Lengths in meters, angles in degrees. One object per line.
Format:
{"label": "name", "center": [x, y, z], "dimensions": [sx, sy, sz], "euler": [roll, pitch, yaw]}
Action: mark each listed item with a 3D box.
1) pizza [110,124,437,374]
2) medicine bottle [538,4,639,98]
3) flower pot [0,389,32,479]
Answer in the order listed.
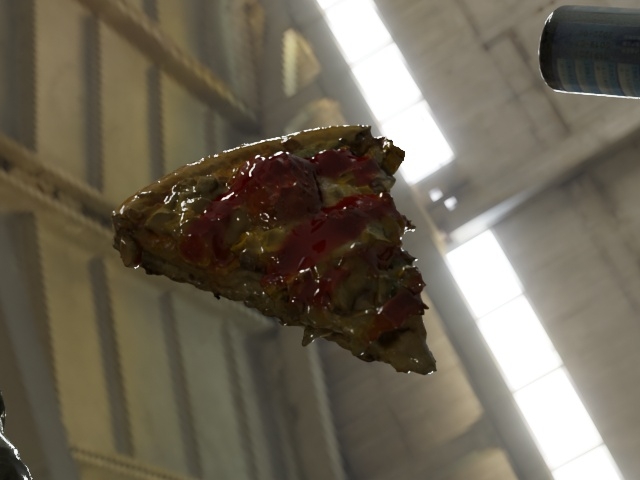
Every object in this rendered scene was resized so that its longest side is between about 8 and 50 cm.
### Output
{"label": "pizza", "center": [0.000, 0.000, 0.759], "dimensions": [0.199, 0.188, 0.062], "euler": [41, 142, 35]}
{"label": "medicine bottle", "center": [0.303, -0.167, 1.253], "dimensions": [0.083, 0.203, 0.083], "euler": [-16, -69, -51]}
{"label": "flower pot", "center": [-0.319, 0.199, 1.084], "dimensions": [0.140, 0.235, 0.235], "euler": [33, 178, 34]}
